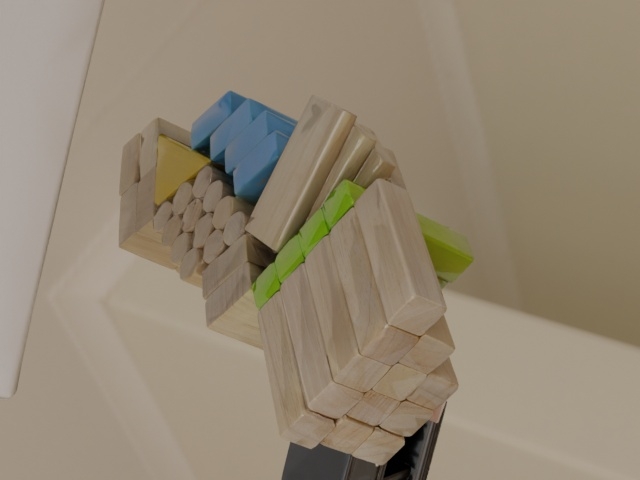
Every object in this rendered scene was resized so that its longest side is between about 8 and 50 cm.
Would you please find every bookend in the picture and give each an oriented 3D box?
[{"bbox_3d":[0.027,0.210,1.352,0.157,0.072,0.156,-5,-67,-59],"label":"bookend"}]

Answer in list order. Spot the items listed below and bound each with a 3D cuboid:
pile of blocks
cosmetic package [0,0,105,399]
[{"bbox_3d":[0.000,0.000,0.875,0.112,0.362,0.149,24,-82,-32],"label":"pile of blocks"},{"bbox_3d":[-0.225,-0.062,0.750,0.138,0.224,0.224,12,-89,-36],"label":"cosmetic package"}]
